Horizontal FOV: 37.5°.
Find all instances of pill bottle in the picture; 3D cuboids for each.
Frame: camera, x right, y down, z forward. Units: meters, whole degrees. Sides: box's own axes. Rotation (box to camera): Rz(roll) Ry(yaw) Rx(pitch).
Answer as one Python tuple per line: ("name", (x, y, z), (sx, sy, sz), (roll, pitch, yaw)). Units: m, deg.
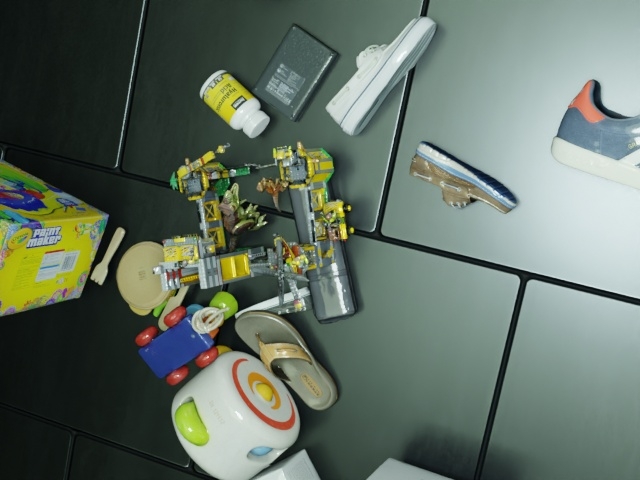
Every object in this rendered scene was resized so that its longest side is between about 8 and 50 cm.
("pill bottle", (-0.143, -0.228, 1.593), (0.116, 0.065, 0.065), (43, 107, 11))

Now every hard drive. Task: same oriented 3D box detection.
("hard drive", (-0.043, -0.280, 1.575), (0.094, 0.022, 0.135), (37, 105, 13))

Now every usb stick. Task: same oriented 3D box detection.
("usb stick", (0.000, 0.000, 1.570), (0.077, 0.045, 0.278), (-12, 90, 21))

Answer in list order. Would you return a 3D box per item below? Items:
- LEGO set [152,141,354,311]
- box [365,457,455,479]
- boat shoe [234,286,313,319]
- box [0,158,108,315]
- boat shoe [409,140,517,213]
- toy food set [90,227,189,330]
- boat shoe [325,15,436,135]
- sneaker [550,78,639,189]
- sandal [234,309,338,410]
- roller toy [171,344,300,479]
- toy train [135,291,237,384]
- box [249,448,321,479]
("LEGO set", (-0.135, -0.030, 1.508), (0.331, 0.192, 0.255), (5, 100, 33))
("box", (0.141, 0.543, 1.434), (0.215, 0.168, 0.345), (15, 98, 19))
("boat shoe", (-0.079, 0.119, 1.608), (0.142, 0.049, 0.040), (-20, 88, 18))
("box", (-0.584, -0.016, 1.648), (0.279, 0.290, 0.177), (26, 102, 15))
("boat shoe", (0.221, -0.085, 1.480), (0.183, 0.066, 0.066), (35, 110, 24))
("toy food set", (-0.312, 0.067, 1.697), (0.192, 0.038, 0.132), (32, 98, 23))
("boat shoe", (0.088, -0.273, 1.496), (0.076, 0.083, 0.226), (42, 107, 11))
("sneaker", (0.511, -0.132, 1.331), (0.350, 0.131, 0.148), (21, 106, 17))
("sandal", (-0.060, 0.205, 1.584), (0.090, 0.060, 0.219), (-37, 93, 27))
("roller toy", (-0.134, 0.286, 1.566), (0.146, 0.209, 0.191), (-42, 105, 18))
("toy train", (-0.183, 0.131, 1.561), (0.248, 0.143, 0.105), (-34, 96, 39))
("box", (-0.076, 0.482, 1.597), (0.181, 0.119, 0.182), (-30, 85, 19))
